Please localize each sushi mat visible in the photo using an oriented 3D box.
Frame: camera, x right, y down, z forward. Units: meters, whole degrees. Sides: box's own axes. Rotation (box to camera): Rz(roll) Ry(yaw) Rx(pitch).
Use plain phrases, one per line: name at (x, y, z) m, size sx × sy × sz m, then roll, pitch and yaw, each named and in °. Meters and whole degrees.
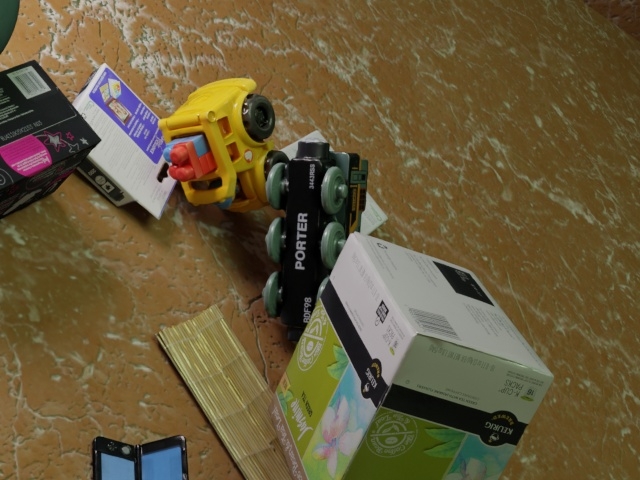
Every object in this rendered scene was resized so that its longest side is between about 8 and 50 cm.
sushi mat at (-0.119, 0.248, 1.932) m, size 0.316 × 0.019 × 0.151 m, roll 57°, pitch 33°, yaw 8°

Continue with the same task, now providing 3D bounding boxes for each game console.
game console at (-0.236, 0.308, 1.690) m, size 0.107 × 0.071 × 0.122 m, roll 24°, pitch 41°, yaw -35°

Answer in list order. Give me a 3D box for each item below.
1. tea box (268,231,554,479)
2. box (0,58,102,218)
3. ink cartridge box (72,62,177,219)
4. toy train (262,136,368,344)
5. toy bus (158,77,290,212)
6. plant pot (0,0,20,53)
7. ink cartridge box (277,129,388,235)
tea box at (0.110, 0.216, 1.803) m, size 0.220 × 0.323 × 0.329 m, roll 18°, pitch 18°, yaw -20°
box at (-0.457, -0.126, 1.784) m, size 0.163 × 0.142 × 0.247 m, roll 50°, pitch 32°, yaw 1°
ink cartridge box at (-0.314, -0.151, 2.056) m, size 0.208 × 0.045 × 0.206 m, roll 44°, pitch 34°, yaw -20°
toy train at (0.000, 0.000, 2.103) m, size 0.190 × 0.142 × 0.334 m, roll -7°, pitch 100°, yaw -65°
toy bus at (-0.168, -0.126, 2.087) m, size 0.211 × 0.149 × 0.220 m, roll -43°, pitch 120°, yaw -50°
plant pot at (-0.541, -0.331, 1.805) m, size 0.195 × 0.290 × 0.290 m, roll 65°, pitch 2°, yaw -67°
ink cartridge box at (-0.002, -0.078, 2.359) m, size 0.223 × 0.045 × 0.224 m, roll 52°, pitch 34°, yaw 2°
